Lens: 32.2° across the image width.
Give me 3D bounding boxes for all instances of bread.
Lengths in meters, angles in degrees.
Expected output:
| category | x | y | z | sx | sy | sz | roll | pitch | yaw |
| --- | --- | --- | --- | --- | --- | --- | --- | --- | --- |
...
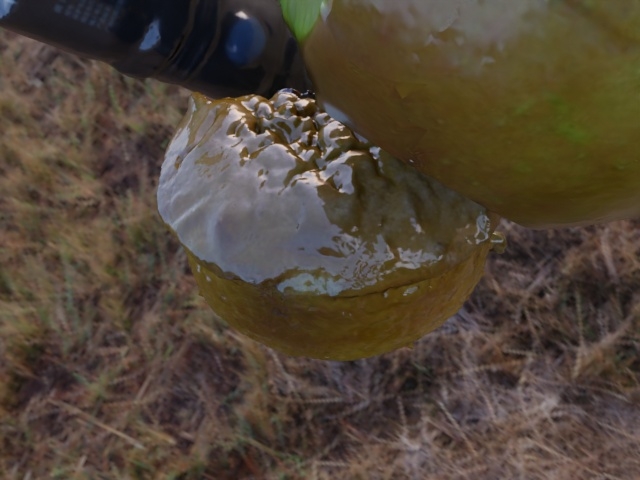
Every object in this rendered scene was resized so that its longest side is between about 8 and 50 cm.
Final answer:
| category | x | y | z | sx | sy | sz | roll | pitch | yaw |
| --- | --- | --- | --- | --- | --- | --- | --- | --- | --- |
| bread | 0.000 | 0.000 | 0.724 | 0.229 | 0.143 | 0.139 | 11 | 52 | 16 |

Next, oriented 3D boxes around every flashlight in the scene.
| category | x | y | z | sx | sy | sz | roll | pitch | yaw |
| --- | --- | --- | --- | --- | --- | --- | --- | --- | --- |
| flashlight | -0.041 | -0.133 | 0.828 | 0.103 | 0.424 | 0.103 | -27 | 54 | 45 |

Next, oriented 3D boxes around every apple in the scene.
| category | x | y | z | sx | sy | sz | roll | pitch | yaw |
| --- | --- | --- | --- | --- | --- | --- | --- | --- | --- |
| apple | 0.119 | -0.197 | 0.587 | 0.384 | 0.374 | 0.374 | 39 | 91 | 17 |
